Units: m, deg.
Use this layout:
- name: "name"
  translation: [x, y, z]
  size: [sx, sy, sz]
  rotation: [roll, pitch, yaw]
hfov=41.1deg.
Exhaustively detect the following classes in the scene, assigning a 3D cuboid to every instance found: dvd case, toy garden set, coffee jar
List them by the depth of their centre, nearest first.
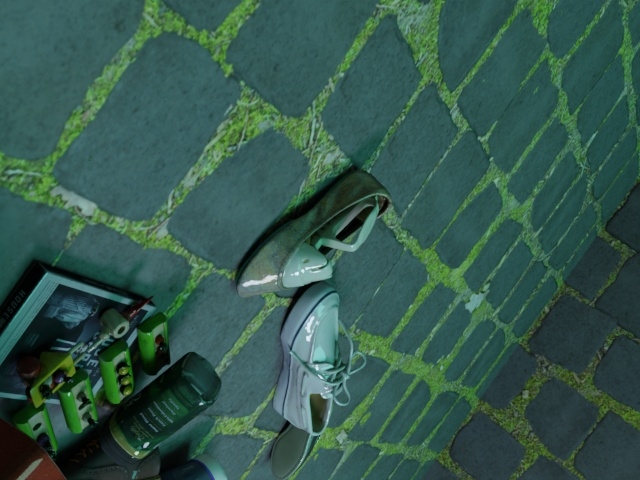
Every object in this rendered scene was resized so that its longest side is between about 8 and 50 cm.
- name: "dvd case"
  translation: [-0.334, 0.130, 1.109]
  size: [0.179, 0.029, 0.238]
  rotation: [-54, 152, 1]
- name: "toy garden set"
  translation: [-0.292, 0.178, 1.140]
  size: [0.244, 0.049, 0.204]
  rotation: [-37, 151, -32]
- name: "coffee jar"
  translation: [-0.237, 0.249, 1.255]
  size: [0.184, 0.079, 0.096]
  rotation: [-39, -171, 14]

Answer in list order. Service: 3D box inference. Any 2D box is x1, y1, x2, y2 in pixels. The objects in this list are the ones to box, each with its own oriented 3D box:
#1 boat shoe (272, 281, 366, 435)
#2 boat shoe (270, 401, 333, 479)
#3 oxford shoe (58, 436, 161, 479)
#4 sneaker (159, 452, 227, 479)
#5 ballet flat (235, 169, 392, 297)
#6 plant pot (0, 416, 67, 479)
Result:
- name: "boat shoe"
  translation: [0.006, 0.250, 1.639]
  size: [0.136, 0.156, 0.367]
  rotation: [-28, 143, -41]
- name: "boat shoe"
  translation: [-0.036, 0.417, 1.844]
  size: [0.068, 0.081, 0.228]
  rotation: [4, 116, -54]
- name: "oxford shoe"
  translation: [-0.355, 0.344, 1.284]
  size: [0.271, 0.097, 0.098]
  rotation: [9, 82, -54]
- name: "sneaker"
  translation: [-0.289, 0.545, 1.534]
  size: [0.236, 0.130, 0.323]
  rotation: [-28, 141, -43]
- name: "ballet flat"
  translation: [0.000, 0.000, 1.402]
  size: [0.316, 0.106, 0.107]
  rotation: [-44, 151, -19]
- name: "plant pot"
  translation: [-0.402, 0.313, 0.872]
  size: [0.236, 0.267, 0.267]
  rotation: [-48, 143, -32]
